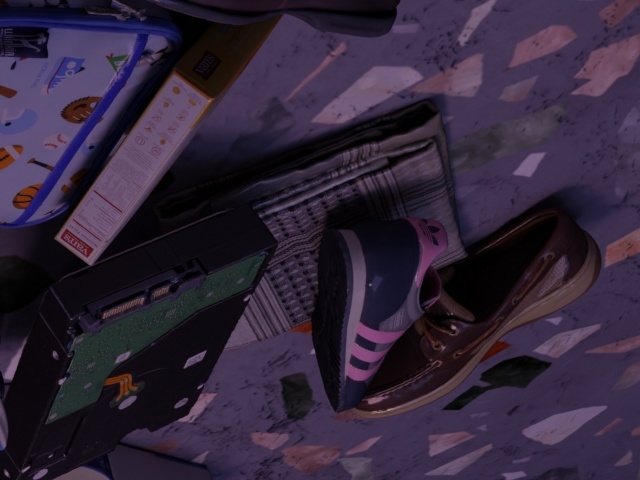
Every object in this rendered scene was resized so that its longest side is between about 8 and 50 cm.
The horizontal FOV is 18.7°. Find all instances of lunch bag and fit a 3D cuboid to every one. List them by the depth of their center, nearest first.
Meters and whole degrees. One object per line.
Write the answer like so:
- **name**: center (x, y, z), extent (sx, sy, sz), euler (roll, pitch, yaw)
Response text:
- **lunch bag**: center (-0.255, -0.125, 1.597), extent (0.243, 0.115, 0.303), euler (1, 146, -37)

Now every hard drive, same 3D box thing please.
- **hard drive**: center (-0.193, 0.112, 1.916), extent (0.237, 0.064, 0.339), euler (-24, 158, -33)

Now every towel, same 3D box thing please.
- **towel**: center (0.000, 0.000, 2.032), extent (0.312, 0.056, 0.324), euler (-20, 151, 0)

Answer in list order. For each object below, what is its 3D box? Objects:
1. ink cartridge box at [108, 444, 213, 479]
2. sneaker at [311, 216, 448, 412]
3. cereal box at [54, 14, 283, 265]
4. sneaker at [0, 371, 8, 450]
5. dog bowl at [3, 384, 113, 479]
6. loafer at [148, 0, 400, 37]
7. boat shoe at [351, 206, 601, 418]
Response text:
- **ink cartridge box**: center (-0.301, 0.393, 2.438), extent (0.307, 0.129, 0.223), euler (-33, 150, 22)
- **sneaker**: center (0.065, 0.084, 2.072), extent (0.131, 0.112, 0.319), euler (-14, 153, -13)
- **cereal box**: center (-0.128, -0.103, 1.674), extent (0.047, 0.173, 0.240), euler (37, 132, -4)
- **sneaker**: center (-0.364, 0.145, 1.858), extent (0.130, 0.236, 0.323), euler (-17, 151, -7)
- **dog bowl**: center (-0.372, 0.273, 2.214), extent (0.264, 0.104, 0.265), euler (-15, 151, -9)
- **loafer**: center (-0.042, -0.234, 1.576), extent (0.302, 0.109, 0.095), euler (2, 126, -45)
- **boat shoe**: center (0.151, 0.075, 2.201), extent (0.342, 0.123, 0.123), euler (-32, 144, 12)
